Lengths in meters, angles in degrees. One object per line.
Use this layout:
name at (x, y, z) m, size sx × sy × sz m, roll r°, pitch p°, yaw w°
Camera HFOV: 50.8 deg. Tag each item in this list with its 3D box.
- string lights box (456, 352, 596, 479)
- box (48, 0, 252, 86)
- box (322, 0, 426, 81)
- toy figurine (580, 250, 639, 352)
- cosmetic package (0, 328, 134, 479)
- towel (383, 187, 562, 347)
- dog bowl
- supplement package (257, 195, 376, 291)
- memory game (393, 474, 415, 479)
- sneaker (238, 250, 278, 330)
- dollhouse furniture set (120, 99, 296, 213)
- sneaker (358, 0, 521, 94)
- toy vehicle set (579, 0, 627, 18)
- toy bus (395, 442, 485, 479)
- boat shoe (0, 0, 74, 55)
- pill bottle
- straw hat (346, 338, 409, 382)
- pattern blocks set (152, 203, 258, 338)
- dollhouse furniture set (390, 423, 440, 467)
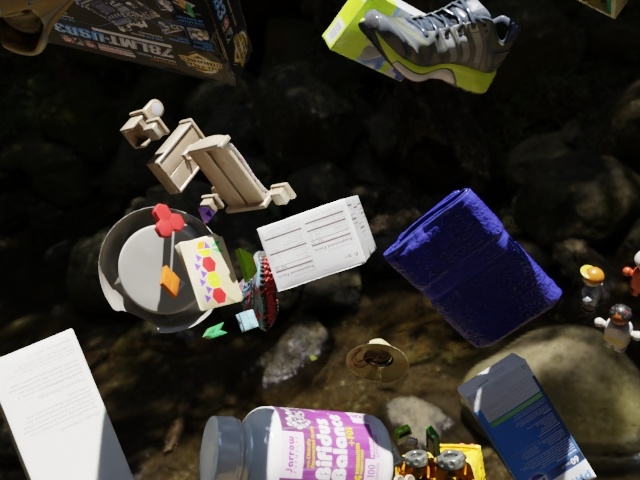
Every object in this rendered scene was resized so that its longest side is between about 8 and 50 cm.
string lights box at (0.385, 0.360, 1.265) m, size 0.133 × 0.260 × 0.077 m, roll -31°, pitch 3°, yaw -2°
box at (-0.249, -0.321, 0.796) m, size 0.295 × 0.293 × 0.073 m, roll 16°, pitch 72°, yaw 12°
box at (0.104, -0.316, 1.041) m, size 0.178 × 0.042 × 0.109 m, roll 11°, pitch -47°, yaw -40°
toy figurine at (0.730, 0.137, 1.575) m, size 0.209 × 0.148 × 0.213 m, roll -12°, pitch 42°, yaw 2°
cosmetic package at (-0.448, 0.360, 1.184) m, size 0.155 × 0.365 × 0.197 m, roll -23°, pitch -1°, yaw -28°
towel at (0.309, 0.060, 1.372) m, size 0.227 × 0.308 × 0.076 m, roll -39°, pitch 12°, yaw 27°
dog bowl at (-0.425, 0.075, 1.860) m, size 0.349 × 0.349 × 0.102 m, roll -18°, pitch 6°, yaw 6°
supplement package at (0.000, 0.000, 1.534) m, size 0.204 × 0.145 × 0.262 m, roll -19°, pitch 1°, yaw 11°
memory game at (0.181, 0.600, 1.451) m, size 0.012 × 0.186 × 0.186 m, roll -14°, pitch 18°, yaw 40°
sneaker at (-0.191, 0.140, 1.886) m, size 0.125 × 0.262 × 0.104 m, roll 16°, pitch 34°, yaw 18°
dollhouse furniture set at (-0.245, -0.235, 1.630) m, size 0.355 × 0.303 × 0.174 m, roll -4°, pitch 44°, yaw 38°
sneaker at (0.177, -0.303, 0.983) m, size 0.300 × 0.111 × 0.121 m, roll -5°, pitch -40°, yaw -44°
toy vehicle set at (0.369, -0.424, 0.981) m, size 0.035 × 0.166 × 0.267 m, roll -56°, pitch -22°, yaw 9°
toy bus at (0.338, 0.615, 1.823) m, size 0.220 × 0.149 × 0.211 m, roll -7°, pitch 8°, yaw 28°
boat shoe at (-0.185, -0.149, 0.407) m, size 0.068 × 0.072 × 0.190 m, roll -3°, pitch 20°, yaw 22°
pill bottle at (-0.044, 0.370, 1.139) m, size 0.301 × 0.169 × 0.169 m, roll 9°, pitch 8°, yaw -21°
straw hat at (0.135, 0.262, 1.557) m, size 0.144 × 0.144 × 0.061 m, roll -13°, pitch 34°, yaw 21°
pattern blocks set at (-0.264, 0.072, 1.596) m, size 0.026 × 0.325 × 0.285 m, roll -26°, pitch -19°, yaw 39°
dollhouse furniture set at (0.162, 0.422, 1.340) m, size 0.151 × 0.058 × 0.076 m, roll -19°, pitch 34°, yaw -17°
